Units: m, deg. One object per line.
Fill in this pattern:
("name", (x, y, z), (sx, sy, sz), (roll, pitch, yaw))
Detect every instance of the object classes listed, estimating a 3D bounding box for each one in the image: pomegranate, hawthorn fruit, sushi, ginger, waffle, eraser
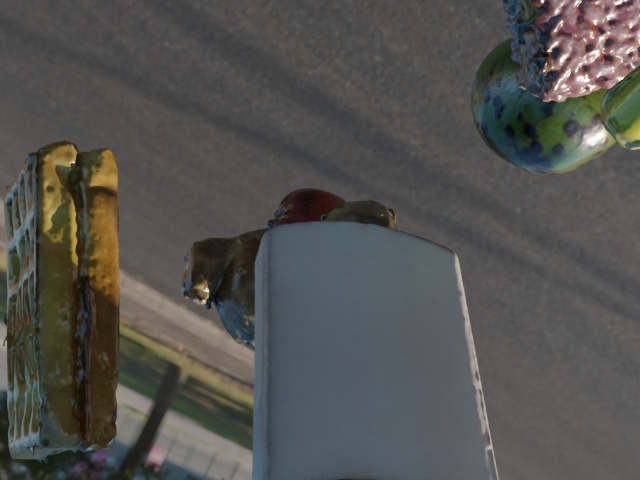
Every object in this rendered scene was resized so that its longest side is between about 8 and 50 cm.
("pomegranate", (0.350, -0.246, 1.655), (0.242, 0.305, 0.242), (11, -150, -6))
("hawthorn fruit", (0.000, 0.000, 2.074), (0.200, 0.179, 0.179), (20, 168, -21))
("sushi", (0.301, -0.306, 1.325), (0.171, 0.270, 0.236), (-11, -156, 2))
("ginger", (-0.007, 0.062, 1.538), (0.375, 0.256, 0.176), (1, 156, -26))
("waffle", (-0.286, 0.074, 1.242), (0.098, 0.327, 0.224), (1, 167, -23))
("eraser", (0.036, 0.106, 0.874), (0.174, 0.270, 0.094), (9, 132, -11))

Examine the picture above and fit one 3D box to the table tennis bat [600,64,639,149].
("table tennis bat", (0.365, -0.209, 0.917), (0.054, 0.368, 0.224), (-3, -127, -44))
